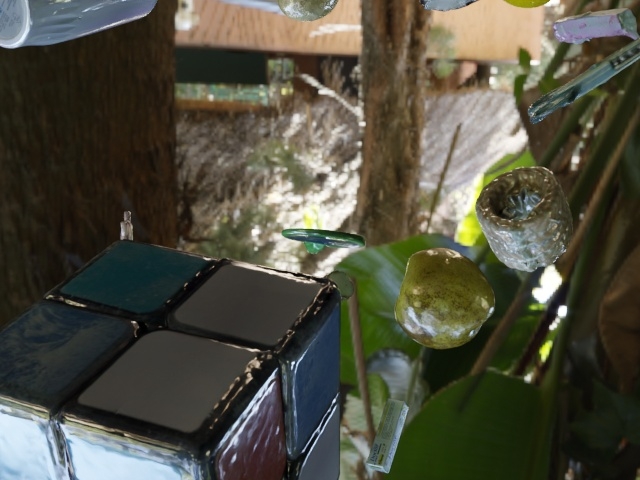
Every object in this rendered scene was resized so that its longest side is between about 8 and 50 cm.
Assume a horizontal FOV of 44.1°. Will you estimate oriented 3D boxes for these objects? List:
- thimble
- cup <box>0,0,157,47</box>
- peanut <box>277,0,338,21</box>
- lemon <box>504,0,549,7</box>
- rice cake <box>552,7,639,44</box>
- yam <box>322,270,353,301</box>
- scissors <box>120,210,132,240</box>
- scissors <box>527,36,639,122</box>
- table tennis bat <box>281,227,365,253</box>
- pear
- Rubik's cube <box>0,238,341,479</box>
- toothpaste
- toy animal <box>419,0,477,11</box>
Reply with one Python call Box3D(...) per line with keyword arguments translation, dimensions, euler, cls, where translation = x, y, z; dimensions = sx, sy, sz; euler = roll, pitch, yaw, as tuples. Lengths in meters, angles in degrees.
Box3D(translation=(0.458, -0.049, 1.758), dimensions=(0.196, 0.148, 0.229), euler=(-28, -149, 7), cls="thimble")
Box3D(translation=(-0.533, -0.545, 1.645), dimensions=(0.253, 0.253, 0.371), euler=(9, -147, 31), cls="cup")
Box3D(translation=(0.005, -0.593, 1.770), dimensions=(0.122, 0.253, 0.137), euler=(33, 177, 26), cls="peanut")
Box3D(translation=(0.460, -0.620, 1.766), dimensions=(0.244, 0.187, 0.187), euler=(24, -172, -7), cls="lemon")
Box3D(translation=(0.580, -0.447, 1.682), dimensions=(0.051, 0.081, 0.290), euler=(-39, -163, -1), cls="rice cake")
Box3D(translation=(-0.014, 0.106, 1.389), dimensions=(0.061, 0.061, 0.253), euler=(-2, 165, -26), cls="yam")
Box3D(translation=(-0.449, 0.096, 1.867), dimensions=(0.024, 0.317, 0.160), euler=(-3, -162, -9), cls="scissors")
Box3D(translation=(0.527, -0.316, 1.517), dimensions=(0.289, 0.041, 0.138), euler=(-32, -171, 20), cls="scissors")
Box3D(translation=(0.000, 0.000, 1.543), dimensions=(0.160, 0.039, 0.257), euler=(8, 175, -6), cls="table tennis bat")
Box3D(translation=(0.243, 0.115, 1.533), dimensions=(0.197, 0.197, 0.197), euler=(3, -170, 0), cls="pear")
Box3D(translation=(-0.170, 0.215, 0.883), dimensions=(0.318, 0.316, 0.313), euler=(9, -150, 22), cls="Rubik's cube")
Box3D(translation=(0.151, 0.436, 1.781), dimensions=(0.046, 0.164, 0.034), euler=(2, 146, 32), cls="toothpaste")
Box3D(translation=(0.226, -0.624, 1.541), dimensions=(0.251, 0.310, 0.251), euler=(-20, 159, -8), cls="toy animal")
